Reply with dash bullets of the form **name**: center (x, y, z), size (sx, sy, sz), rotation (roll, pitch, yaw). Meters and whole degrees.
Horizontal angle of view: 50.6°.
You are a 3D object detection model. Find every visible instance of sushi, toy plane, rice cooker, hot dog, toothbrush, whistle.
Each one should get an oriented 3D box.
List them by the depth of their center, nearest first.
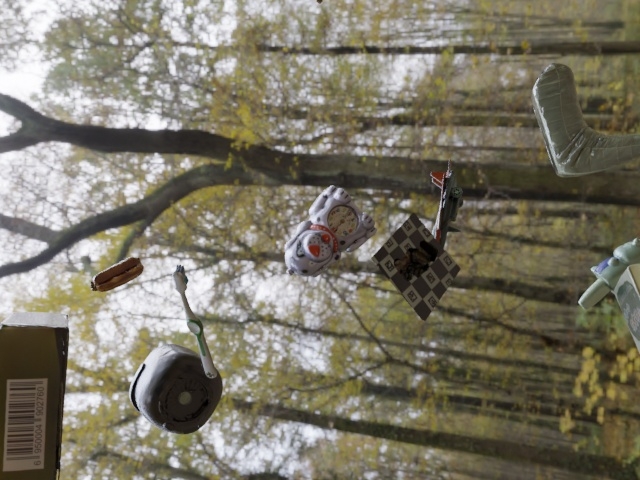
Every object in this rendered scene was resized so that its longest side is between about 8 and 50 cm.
- **hot dog**: center (-0.408, 0.071, 1.361), size (0.122, 0.049, 0.037), rotation (-30, -21, -41)
- **sushi**: center (0.219, 0.067, 1.619), size (0.192, 0.050, 0.215), rotation (50, -131, -4)
- **whistle**: center (0.762, 0.084, 1.746), size (0.110, 0.244, 0.092), rotation (38, -169, -36)
- **toothbrush**: center (-0.325, 0.229, 1.759), size (0.040, 0.042, 0.418), rotation (-77, -15, -49)
- **rice cooker**: center (-0.434, 0.453, 2.054), size (0.267, 0.224, 0.267), rotation (-5, -78, -25)
- **toy plane**: center (0.420, -0.096, 2.241), size (0.223, 0.104, 0.326), rotation (54, -143, -66)

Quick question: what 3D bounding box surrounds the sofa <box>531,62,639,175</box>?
- **sofa**: center (0.535, -0.245, 1.360), size (0.210, 0.176, 0.225), rotation (-4, -103, -72)

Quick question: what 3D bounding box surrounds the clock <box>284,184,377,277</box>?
- **clock**: center (0.002, -0.003, 1.812), size (0.254, 0.189, 0.189), rotation (-44, -38, -21)

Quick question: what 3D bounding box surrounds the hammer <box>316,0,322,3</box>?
- **hammer**: center (0.023, -0.468, 1.255), size (0.123, 0.029, 0.014), rotation (-57, -27, -38)

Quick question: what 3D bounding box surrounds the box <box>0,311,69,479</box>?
- **box**: center (-0.617, 0.350, 1.446), size (0.420, 0.138, 0.373), rotation (174, 99, -69)

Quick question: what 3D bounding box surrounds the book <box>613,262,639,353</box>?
- **book**: center (0.755, 0.254, 1.513), size (0.260, 0.043, 0.371), rotation (52, -158, -66)
